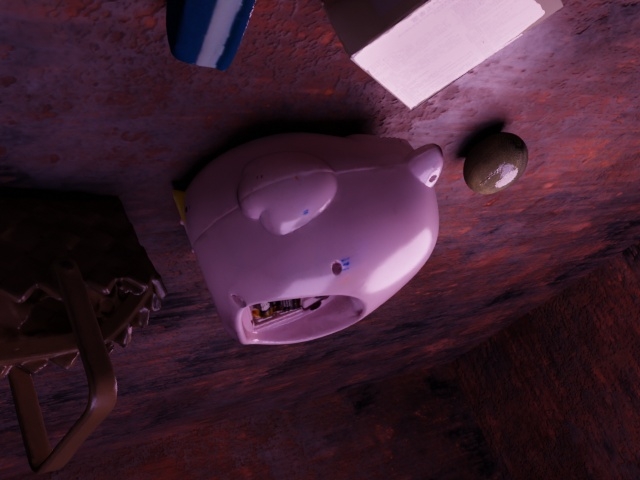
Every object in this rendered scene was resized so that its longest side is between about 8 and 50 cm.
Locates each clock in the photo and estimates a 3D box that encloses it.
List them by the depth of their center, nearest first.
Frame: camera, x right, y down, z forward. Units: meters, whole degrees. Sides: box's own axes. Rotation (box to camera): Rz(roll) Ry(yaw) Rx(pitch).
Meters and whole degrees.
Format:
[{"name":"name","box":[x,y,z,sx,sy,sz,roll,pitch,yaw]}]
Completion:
[{"name":"clock","box":[0.000,0.000,0.983,0.377,0.250,0.368,-18,157,-9]}]

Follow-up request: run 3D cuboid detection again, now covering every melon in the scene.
[{"name":"melon","box":[0.307,-0.134,1.157,0.098,0.098,0.130,-4,149,-35]}]

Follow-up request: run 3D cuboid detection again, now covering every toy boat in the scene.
[{"name":"toy boat","box":[-0.079,-0.267,0.534,0.062,0.096,0.299,-1,149,-22]}]

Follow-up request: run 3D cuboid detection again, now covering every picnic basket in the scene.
[{"name":"picnic basket","box":[-0.355,0.111,0.844,0.291,0.320,0.254,-1,146,-44]}]

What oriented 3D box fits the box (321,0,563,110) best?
[{"name":"box","box":[0.136,-0.263,0.725,0.212,0.095,0.168,-32,156,22]}]
